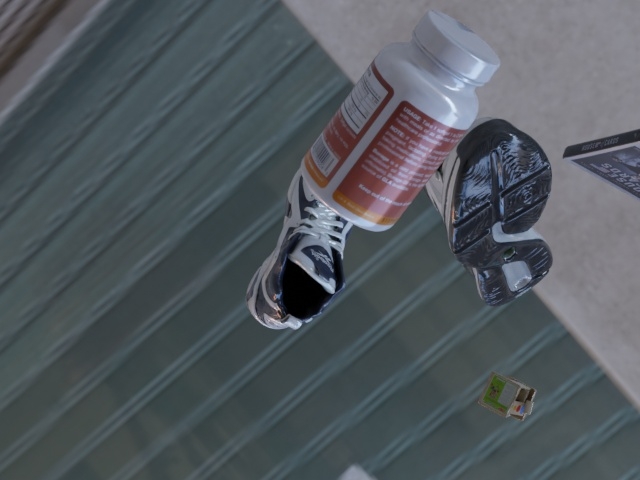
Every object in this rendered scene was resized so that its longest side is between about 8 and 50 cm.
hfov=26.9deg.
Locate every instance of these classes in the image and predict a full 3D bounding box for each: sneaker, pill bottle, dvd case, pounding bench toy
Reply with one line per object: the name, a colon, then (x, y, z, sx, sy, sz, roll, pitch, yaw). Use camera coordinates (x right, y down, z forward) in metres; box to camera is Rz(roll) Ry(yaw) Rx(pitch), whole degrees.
sneaker: (0.203, -0.093, 1.951, 0.169, 0.257, 0.447, -32, 152, -5)
pill bottle: (0.084, -0.124, 1.374, 0.216, 0.121, 0.121, -52, 174, 24)
sneaker: (0.000, 0.000, 1.520, 0.235, 0.094, 0.153, -58, -161, -2)
dvd case: (0.520, -0.116, 2.137, 0.029, 0.179, 0.239, -67, -163, -12)
pounding bench toy: (0.290, 0.237, 1.974, 0.065, 0.083, 0.052, 21, 95, -52)
